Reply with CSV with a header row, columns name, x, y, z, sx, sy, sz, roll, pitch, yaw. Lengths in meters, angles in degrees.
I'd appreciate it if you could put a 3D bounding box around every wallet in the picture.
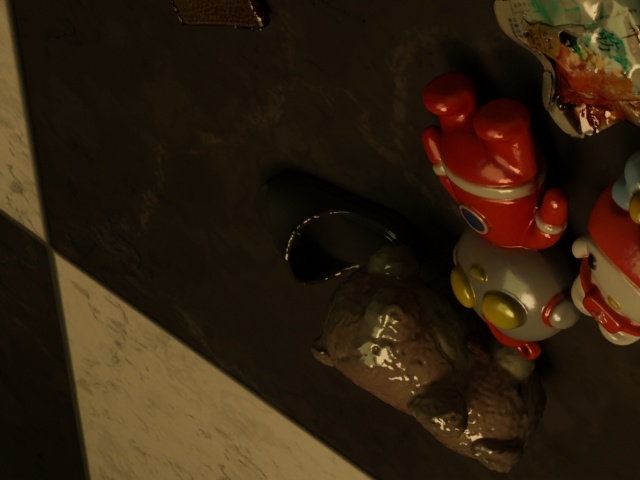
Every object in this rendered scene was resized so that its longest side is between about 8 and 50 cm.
name,x,y,z,sx,sy,sz,roll,pitch,yaw
wallet,-0.143,-0.328,1.899,0.133,0.039,0.243,6,132,42

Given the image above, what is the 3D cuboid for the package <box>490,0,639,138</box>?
name,x,y,z,sx,sy,sz,roll,pitch,yaw
package,0.253,-0.158,1.589,0.232,0.040,0.166,4,130,49

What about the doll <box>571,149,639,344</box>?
name,x,y,z,sx,sy,sz,roll,pitch,yaw
doll,0.310,0.007,1.625,0.161,0.130,0.290,49,154,9

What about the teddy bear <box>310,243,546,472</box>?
name,x,y,z,sx,sy,sz,roll,pitch,yaw
teddy bear,0.127,0.129,1.944,0.267,0.236,0.151,31,122,-14

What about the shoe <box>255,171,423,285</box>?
name,x,y,z,sx,sy,sz,roll,pitch,yaw
shoe,0.000,0.000,2.068,0.241,0.093,0.108,17,141,39

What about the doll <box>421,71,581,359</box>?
name,x,y,z,sx,sy,sz,roll,pitch,yaw
doll,0.177,-0.008,1.806,0.200,0.105,0.336,32,149,43
